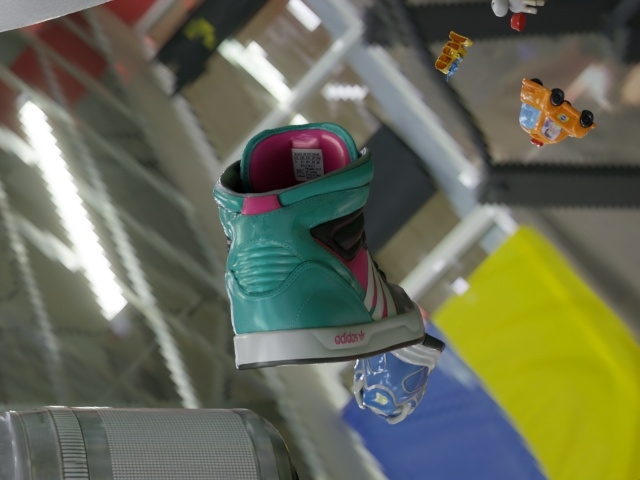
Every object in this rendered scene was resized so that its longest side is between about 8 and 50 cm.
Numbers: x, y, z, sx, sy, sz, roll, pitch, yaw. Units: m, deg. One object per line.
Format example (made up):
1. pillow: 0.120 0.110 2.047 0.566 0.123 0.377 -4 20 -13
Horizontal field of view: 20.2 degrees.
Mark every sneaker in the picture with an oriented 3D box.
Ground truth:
1. sneaker: 0.000 0.000 1.377 0.295 0.123 0.178 -3 -92 -74
2. sneaker: 0.059 0.118 1.617 0.080 0.081 0.211 27 173 6

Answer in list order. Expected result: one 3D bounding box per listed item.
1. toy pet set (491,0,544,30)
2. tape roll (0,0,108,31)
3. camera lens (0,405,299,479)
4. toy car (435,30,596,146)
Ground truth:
1. toy pet set: 0.161 -0.256 1.519 0.065 0.122 0.114 14 -145 26
2. tape roll: -0.243 -0.230 1.338 0.392 0.392 0.072 -106 3 -68
3. camera lens: -0.162 0.248 1.495 0.274 0.219 0.219 3 -152 -19
4. toy car: 0.135 -0.101 1.276 0.122 0.040 0.060 34 -178 40
